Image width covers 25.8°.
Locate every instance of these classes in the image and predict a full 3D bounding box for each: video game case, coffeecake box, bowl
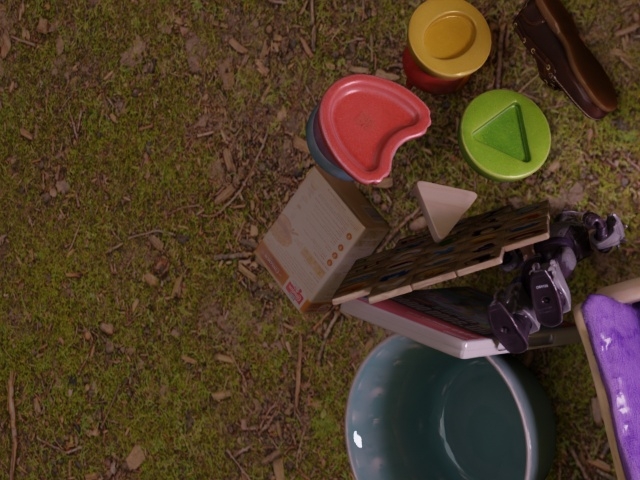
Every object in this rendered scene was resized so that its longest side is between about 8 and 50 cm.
[{"bbox_3d":[0.192,0.105,1.862,0.204,0.285,0.025,20,103,39],"label":"video game case"},{"bbox_3d":[0.000,0.000,2.169,0.142,0.068,0.185,52,120,28],"label":"coffeecake box"},{"bbox_3d":[0.201,0.266,1.929,0.311,0.163,0.311,2,93,42],"label":"bowl"}]

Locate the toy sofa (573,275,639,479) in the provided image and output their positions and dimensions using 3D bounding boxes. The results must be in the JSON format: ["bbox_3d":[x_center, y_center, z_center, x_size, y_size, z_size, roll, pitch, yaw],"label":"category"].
[{"bbox_3d":[0.451,0.216,1.716,0.150,0.177,0.362,-20,76,39],"label":"toy sofa"}]

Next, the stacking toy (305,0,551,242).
[{"bbox_3d":[0.149,-0.151,1.956,0.279,0.309,0.130,50,161,4],"label":"stacking toy"}]

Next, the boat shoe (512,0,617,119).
[{"bbox_3d":[0.329,-0.240,1.894,0.073,0.073,0.207,-43,56,33],"label":"boat shoe"}]

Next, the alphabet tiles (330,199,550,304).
[{"bbox_3d":[0.164,0.013,1.839,0.285,0.342,0.011,-17,99,13],"label":"alphabet tiles"}]

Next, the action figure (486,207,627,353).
[{"bbox_3d":[0.298,0.024,1.804,0.185,0.285,0.099,-24,106,30],"label":"action figure"}]
